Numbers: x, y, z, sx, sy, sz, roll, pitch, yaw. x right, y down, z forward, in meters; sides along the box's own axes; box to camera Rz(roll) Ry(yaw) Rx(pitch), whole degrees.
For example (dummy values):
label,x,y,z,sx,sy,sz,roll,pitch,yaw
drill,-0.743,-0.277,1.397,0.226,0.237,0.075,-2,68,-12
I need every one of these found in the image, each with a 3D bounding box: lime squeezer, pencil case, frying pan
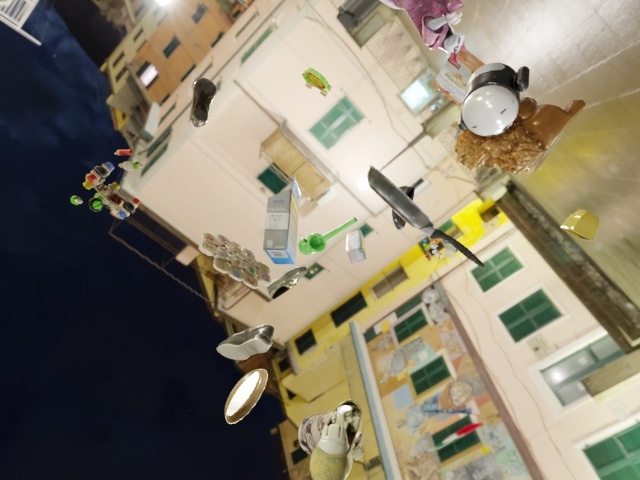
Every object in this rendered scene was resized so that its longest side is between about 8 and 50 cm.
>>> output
label,x,y,z,sx,sy,sz,roll,pitch,yaw
lime squeezer,0.000,0.000,1.202,0.059,0.109,0.310,69,157,0
pencil case,0.032,0.791,1.727,0.159,0.410,0.184,-18,-107,-24
frying pan,0.219,-0.055,0.974,0.326,0.053,0.197,41,-171,-21

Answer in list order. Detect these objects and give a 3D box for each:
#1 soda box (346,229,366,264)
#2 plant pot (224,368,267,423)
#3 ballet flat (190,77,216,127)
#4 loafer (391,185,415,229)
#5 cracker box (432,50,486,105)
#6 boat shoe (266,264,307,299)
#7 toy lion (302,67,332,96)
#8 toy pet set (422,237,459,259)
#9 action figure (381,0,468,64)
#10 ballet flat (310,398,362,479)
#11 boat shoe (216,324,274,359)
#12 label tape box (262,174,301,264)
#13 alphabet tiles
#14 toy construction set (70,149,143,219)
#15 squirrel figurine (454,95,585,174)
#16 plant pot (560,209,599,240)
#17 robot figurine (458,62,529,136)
label,x,y,z,sx,sy,sz,roll,pitch,yaw
soda box,0.137,0.022,1.635,0.183,0.062,0.058,-80,-30,-67
plant pot,-0.297,0.605,1.680,0.032,0.237,0.236,26,-172,24
ballet flat,-0.432,-0.501,1.555,0.084,0.058,0.250,16,-128,-26
loafer,0.334,-0.137,1.700,0.076,0.078,0.223,53,-140,-37
cracker box,0.578,-0.681,1.776,0.155,0.067,0.232,40,171,4
boat shoe,-0.180,0.231,2.374,0.109,0.305,0.091,14,-130,-50
toy lion,-0.015,-0.454,1.203,0.100,0.034,0.096,36,180,28
toy pet set,0.436,0.014,1.543,0.065,0.114,0.122,-65,-29,-27
action figure,0.279,-0.648,1.194,0.370,0.275,0.248,55,-129,-15
ballet flat,0.052,0.570,1.244,0.123,0.123,0.348,53,-163,6
boat shoe,-0.314,0.435,1.829,0.112,0.335,0.096,49,-137,-21
label tape box,-0.161,-0.086,1.839,0.241,0.105,0.334,74,-162,-71
alphabet tiles,-0.300,0.065,1.527,0.284,0.021,0.278,32,-165,-21
toy construction set,-0.945,-0.260,1.899,0.237,0.309,0.257,11,165,39
squirrel figurine,0.656,-0.416,1.556,0.370,0.281,0.397,41,-123,20
plant pot,0.890,-0.057,1.450,0.081,0.083,0.081,29,-172,-2
robot figurine,0.558,-0.461,1.389,0.209,0.173,0.278,89,-161,-48
